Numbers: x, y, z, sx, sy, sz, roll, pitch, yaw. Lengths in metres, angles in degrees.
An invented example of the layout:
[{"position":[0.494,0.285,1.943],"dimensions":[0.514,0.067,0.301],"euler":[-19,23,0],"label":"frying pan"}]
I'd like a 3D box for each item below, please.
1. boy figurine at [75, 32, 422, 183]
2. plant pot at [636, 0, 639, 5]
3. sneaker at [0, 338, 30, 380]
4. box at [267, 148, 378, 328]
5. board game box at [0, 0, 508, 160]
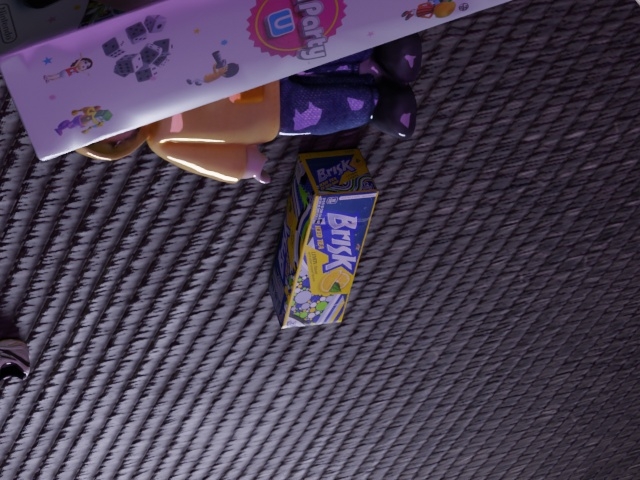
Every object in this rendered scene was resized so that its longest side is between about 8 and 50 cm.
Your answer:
[{"position":[-0.070,-0.121,1.170],"dimensions":[0.285,0.092,0.177],"euler":[-7,119,-25],"label":"boy figurine"},{"position":[0.401,-0.236,1.133],"dimensions":[0.305,0.334,0.334],"euler":[-42,138,5],"label":"plant pot"},{"position":[-0.290,0.106,1.375],"dimensions":[0.083,0.037,0.032],"euler":[-6,140,-18],"label":"sneaker"},{"position":[0.000,0.000,1.380],"dimensions":[0.059,0.054,0.169],"euler":[-6,139,-19],"label":"box"},{"position":[-0.063,-0.198,0.992],"dimensions":[0.303,0.224,0.097],"euler":[-20,139,-4],"label":"board game box"}]
